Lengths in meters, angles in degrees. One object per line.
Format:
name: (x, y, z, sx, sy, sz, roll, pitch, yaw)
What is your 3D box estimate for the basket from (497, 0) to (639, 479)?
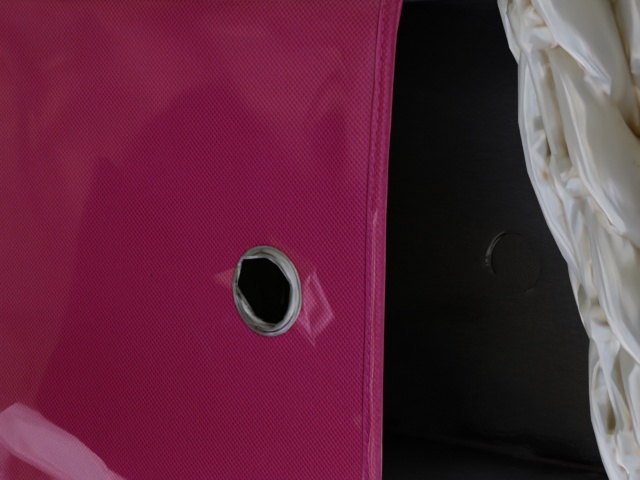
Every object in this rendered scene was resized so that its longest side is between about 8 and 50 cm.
basket: (0.207, -0.038, 0.468, 0.266, 0.331, 0.328, -13, -163, 15)

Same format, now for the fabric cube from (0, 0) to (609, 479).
fabric cube: (0.000, 0.000, 0.808, 0.258, 0.254, 0.259, 8, -170, 37)
